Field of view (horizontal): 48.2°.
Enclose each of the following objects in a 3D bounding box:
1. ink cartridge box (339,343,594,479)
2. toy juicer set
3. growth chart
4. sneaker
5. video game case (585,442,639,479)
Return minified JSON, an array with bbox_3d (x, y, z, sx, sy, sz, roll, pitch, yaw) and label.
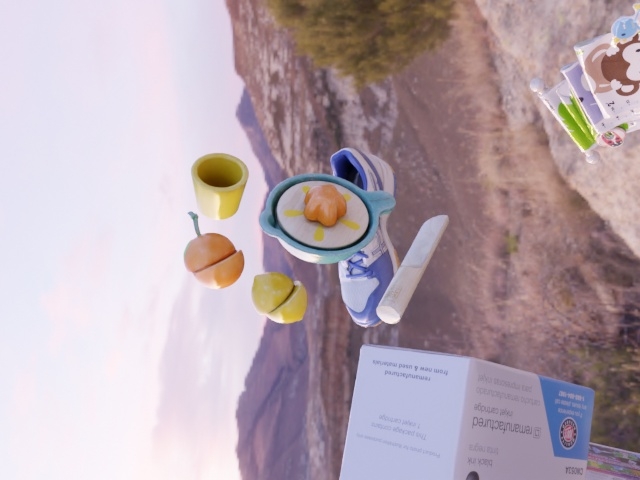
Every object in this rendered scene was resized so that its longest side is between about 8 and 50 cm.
[{"bbox_3d":[0.127,0.267,0.649,0.129,0.223,0.308,-1,74,46],"label":"ink cartridge box"},{"bbox_3d":[0.000,0.000,0.823,0.089,0.328,0.209,103,175,-46],"label":"toy juicer set"},{"bbox_3d":[0.334,-0.166,0.713,0.237,0.172,0.021,-22,44,44],"label":"growth chart"},{"bbox_3d":[0.053,-0.009,1.174,0.131,0.111,0.297,22,-120,-50],"label":"sneaker"},{"bbox_3d":[0.478,0.363,1.059,0.183,0.201,0.023,-50,-29,-76],"label":"video game case"}]
